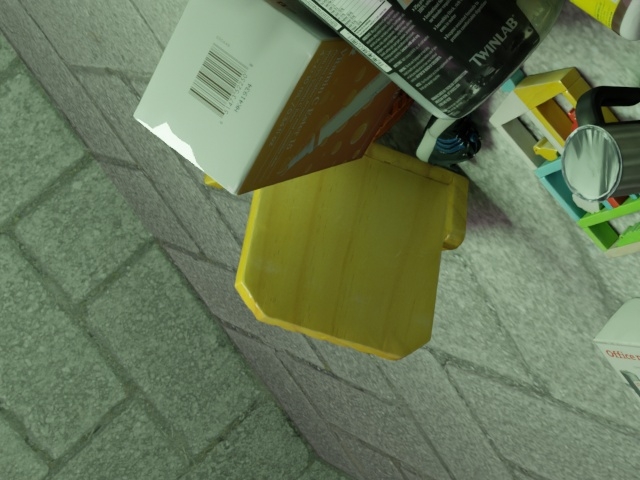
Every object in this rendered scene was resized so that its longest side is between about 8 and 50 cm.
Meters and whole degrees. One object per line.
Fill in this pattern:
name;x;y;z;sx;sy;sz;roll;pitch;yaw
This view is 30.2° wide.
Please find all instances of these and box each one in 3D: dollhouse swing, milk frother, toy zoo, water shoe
dollhouse swing;0.000;0.000;1.766;0.347;0.305;0.315;18;171;-21
milk frother;0.316;-0.090;1.315;0.143;0.135;0.129;-51;55;45
toy zoo;0.324;-0.106;1.475;0.293;0.030;0.192;49;161;-6
water shoe;0.191;-0.155;1.636;0.080;0.073;0.203;24;165;0

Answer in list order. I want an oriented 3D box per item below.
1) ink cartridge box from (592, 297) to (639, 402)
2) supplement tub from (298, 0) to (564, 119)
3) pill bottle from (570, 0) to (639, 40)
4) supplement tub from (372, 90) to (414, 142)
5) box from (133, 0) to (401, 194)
ink cartridge box;0.498;0.187;1.607;0.218;0.092;0.158;53;160;-13
supplement tub;0.076;-0.304;1.253;0.338;0.207;0.207;40;163;-10
pill bottle;0.247;-0.292;1.120;0.215;0.117;0.117;41;161;18
supplement tub;0.038;-0.237;1.693;0.190;0.117;0.117;45;162;4
box;-0.034;-0.210;1.465;0.168;0.345;0.215;37;115;15
